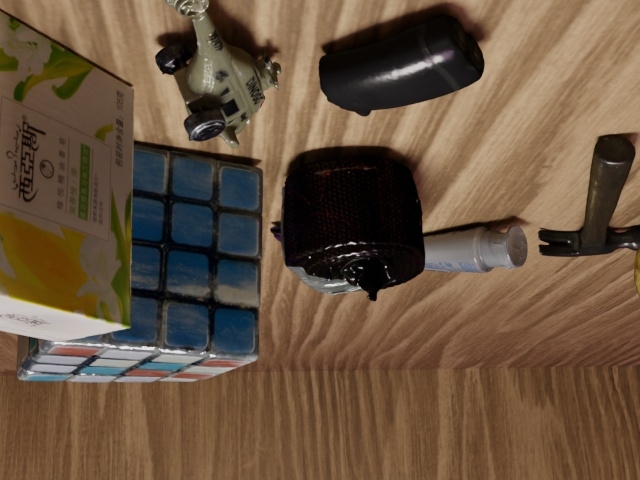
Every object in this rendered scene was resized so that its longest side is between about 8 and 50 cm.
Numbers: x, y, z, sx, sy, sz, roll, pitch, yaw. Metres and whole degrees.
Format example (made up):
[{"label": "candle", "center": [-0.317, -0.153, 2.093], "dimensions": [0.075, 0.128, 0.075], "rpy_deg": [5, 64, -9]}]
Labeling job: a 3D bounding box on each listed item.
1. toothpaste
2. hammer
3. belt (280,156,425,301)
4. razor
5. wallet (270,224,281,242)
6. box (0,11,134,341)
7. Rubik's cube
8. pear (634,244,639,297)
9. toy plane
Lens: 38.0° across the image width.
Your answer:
[{"label": "toothpaste", "center": [0.187, 0.021, 1.509], "dimensions": [0.299, 0.073, 0.114], "rpy_deg": [-6, 165, 40]}, {"label": "hammer", "center": [0.397, -0.050, 1.313], "dimensions": [0.169, 0.044, 0.440], "rpy_deg": [-6, 163, 10]}, {"label": "belt", "center": [0.050, 0.000, 1.237], "dimensions": [0.184, 0.164, 0.289], "rpy_deg": [-10, 165, 10]}, {"label": "razor", "center": [0.073, -0.161, 0.877], "dimensions": [0.148, 0.054, 0.090], "rpy_deg": [-12, 157, 29]}, {"label": "wallet", "center": [0.000, 0.001, 1.467], "dimensions": [0.111, 0.030, 0.166], "rpy_deg": [-8, 163, 18]}, {"label": "box", "center": [-0.274, -0.049, 0.862], "dimensions": [0.111, 0.260, 0.194], "rpy_deg": [-9, 163, 28]}, {"label": "Rubik's cube", "center": [-0.233, 0.040, 1.178], "dimensions": [0.259, 0.256, 0.253], "rpy_deg": [8, 161, -27]}, {"label": "pear", "center": [0.605, 0.051, 1.374], "dimensions": [0.271, 0.271, 0.271], "rpy_deg": [-1, 164, 0]}, {"label": "toy plane", "center": [-0.092, -0.159, 0.826], "dimensions": [0.108, 0.092, 0.286], "rpy_deg": [-23, 164, -2]}]
